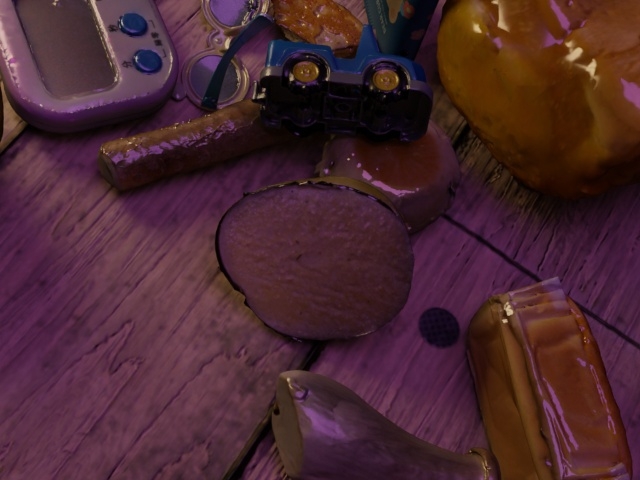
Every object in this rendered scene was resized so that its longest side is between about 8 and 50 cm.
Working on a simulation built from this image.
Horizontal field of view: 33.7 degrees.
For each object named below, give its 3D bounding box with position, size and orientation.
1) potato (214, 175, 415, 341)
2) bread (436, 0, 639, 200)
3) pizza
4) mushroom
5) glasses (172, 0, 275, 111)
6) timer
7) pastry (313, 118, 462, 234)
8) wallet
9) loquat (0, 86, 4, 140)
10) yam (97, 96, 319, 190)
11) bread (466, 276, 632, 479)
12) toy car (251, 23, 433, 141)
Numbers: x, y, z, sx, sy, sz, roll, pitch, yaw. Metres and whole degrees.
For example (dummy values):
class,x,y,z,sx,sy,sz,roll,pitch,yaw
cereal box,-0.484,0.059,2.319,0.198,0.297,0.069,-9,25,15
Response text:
class,x,y,z,sx,sy,sz,roll,pitch,yaw
potato,0.000,0.000,1.112,0.202,0.182,0.117,-1,28,7
bread,0.334,-0.232,1.253,0.394,0.250,0.361,-30,73,-22
pizza,-0.009,-0.264,1.286,0.160,0.036,0.099,31,52,1
mushroom,0.055,0.217,1.036,0.247,0.096,0.108,24,60,-8
glasses,-0.071,-0.249,1.168,0.088,0.220,0.190,21,73,-27
timer,-0.266,-0.218,1.176,0.190,0.069,0.209,-15,70,-21
pastry,0.078,-0.083,1.193,0.165,0.088,0.166,7,62,-13
wallet,0.109,-0.318,1.250,0.059,0.202,0.141,-4,62,-16
loquat,-0.432,-0.144,1.027,0.246,0.213,0.213,20,58,22
yam,-0.102,-0.121,1.174,0.299,0.066,0.066,-19,71,-23
bread,0.232,0.171,1.082,0.107,0.136,0.241,-3,64,-17
toy car,0.024,-0.170,1.125,0.191,0.097,0.100,7,62,1
